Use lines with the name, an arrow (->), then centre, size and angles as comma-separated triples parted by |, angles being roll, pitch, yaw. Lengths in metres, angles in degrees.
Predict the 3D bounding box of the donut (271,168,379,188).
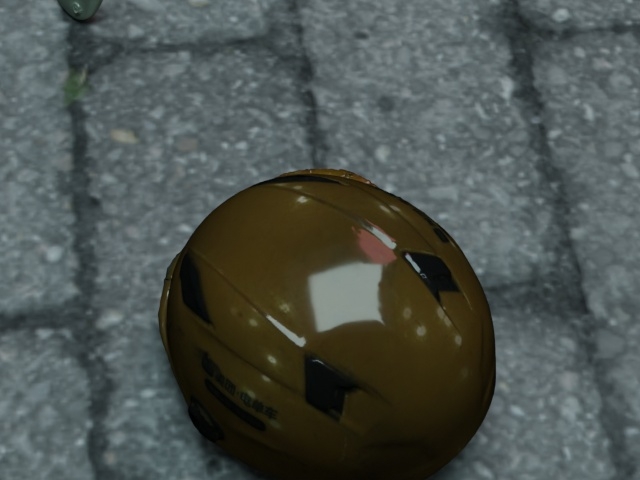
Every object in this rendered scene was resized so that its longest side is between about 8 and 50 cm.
donut -> 0.000, 0.000, 1.242 | 0.108, 0.043, 0.097 | 8, 56, 0

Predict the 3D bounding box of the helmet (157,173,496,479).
helmet -> 0.006, 0.044, 1.129 | 0.224, 0.130, 0.198 | 41, 71, 13

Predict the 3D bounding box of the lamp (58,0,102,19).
lamp -> -0.113, -0.226, 1.413 | 0.198, 0.056, 0.050 | -28, 59, -36
